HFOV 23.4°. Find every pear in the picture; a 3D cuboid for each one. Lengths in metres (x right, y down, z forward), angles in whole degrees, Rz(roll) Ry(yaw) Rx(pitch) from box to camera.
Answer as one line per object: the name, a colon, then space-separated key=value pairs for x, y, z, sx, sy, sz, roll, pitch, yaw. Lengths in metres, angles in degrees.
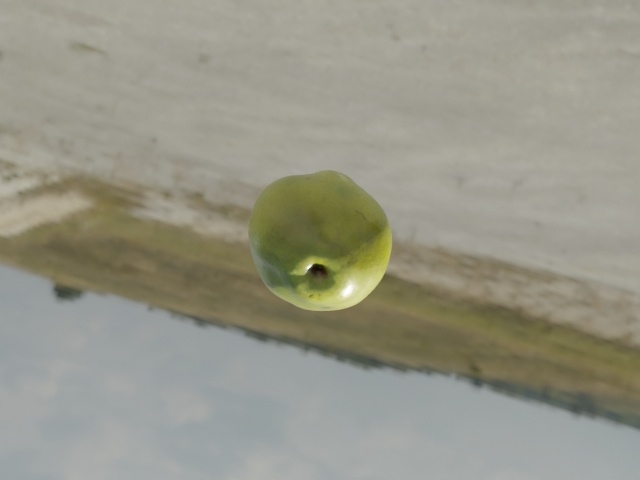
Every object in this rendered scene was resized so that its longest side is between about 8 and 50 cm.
pear: x=0.000 y=0.000 z=0.964 sx=0.092 sy=0.092 sz=0.097 roll=18 pitch=-149 yaw=6
